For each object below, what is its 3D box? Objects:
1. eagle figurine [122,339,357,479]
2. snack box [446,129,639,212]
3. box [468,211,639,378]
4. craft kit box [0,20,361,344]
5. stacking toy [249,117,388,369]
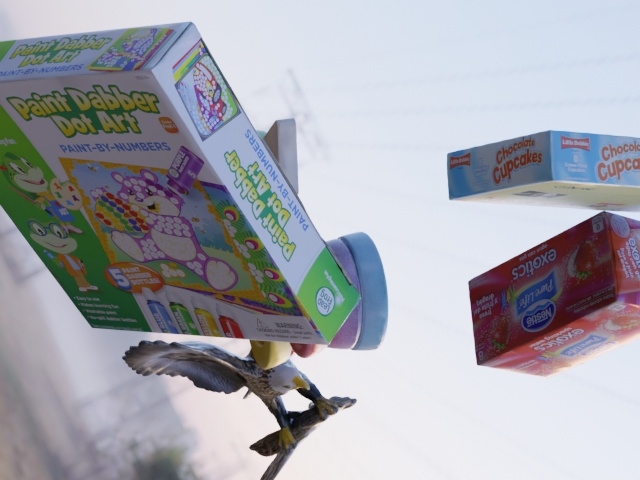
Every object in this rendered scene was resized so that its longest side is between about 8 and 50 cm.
[{"bbox_3d":[-0.088,0.149,2.246,0.298,0.225,0.226,50,40,-24],"label":"eagle figurine"},{"bbox_3d":[0.323,-0.073,1.917,0.187,0.322,0.060,-10,-101,58],"label":"snack box"},{"bbox_3d":[0.315,0.072,2.146,0.257,0.128,0.123,-31,-124,46],"label":"box"},{"bbox_3d":[-0.128,-0.034,1.204,0.249,0.061,0.247,0,-49,42],"label":"craft kit box"},{"bbox_3d":[0.000,0.000,1.961,0.309,0.130,0.280,166,-83,-74],"label":"stacking toy"}]
